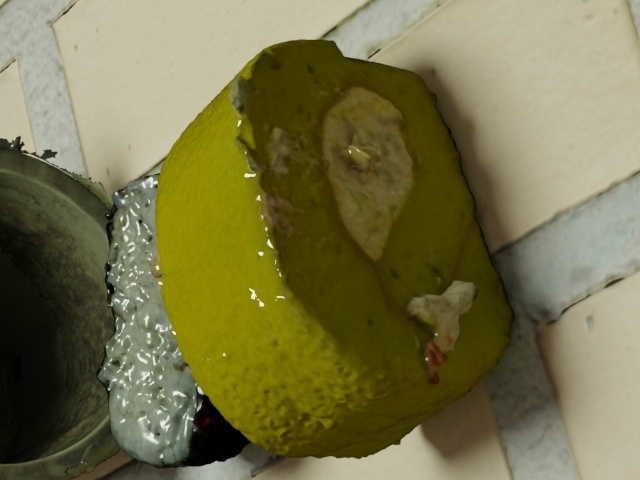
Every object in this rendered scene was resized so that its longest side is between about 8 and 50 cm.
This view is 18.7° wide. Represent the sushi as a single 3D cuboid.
[{"bbox_3d":[-0.077,0.054,1.373,0.147,0.115,0.212,-2,88,52],"label":"sushi"}]

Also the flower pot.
[{"bbox_3d":[-0.291,0.087,1.529,0.259,0.290,0.290,-39,59,57],"label":"flower pot"}]

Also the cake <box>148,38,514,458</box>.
[{"bbox_3d":[0.000,0.000,1.237,0.156,0.179,0.260,-39,61,40],"label":"cake"}]
